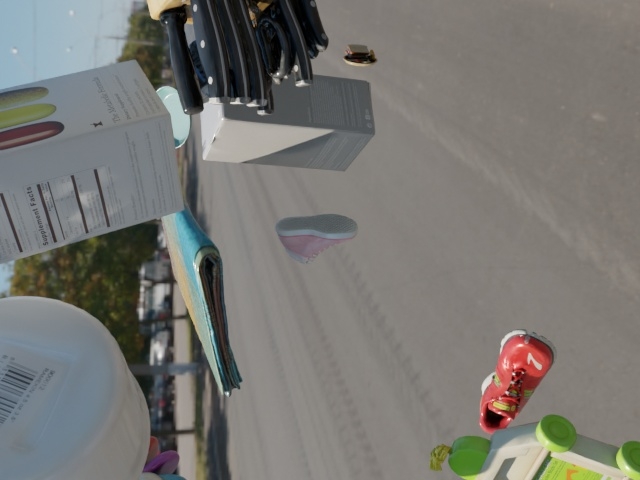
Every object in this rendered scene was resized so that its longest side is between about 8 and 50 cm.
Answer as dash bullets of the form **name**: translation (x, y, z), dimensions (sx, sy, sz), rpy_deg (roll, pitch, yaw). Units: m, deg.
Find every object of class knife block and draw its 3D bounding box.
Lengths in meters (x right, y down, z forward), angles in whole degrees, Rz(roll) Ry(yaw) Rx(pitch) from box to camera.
- **knife block**: translation (-0.105, -0.240, 0.663), dimensions (0.088, 0.275, 0.242), rpy_deg (-25, 31, 49)

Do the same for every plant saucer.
- **plant saucer**: translation (-0.285, -0.238, 1.538), dimensions (0.119, 0.021, 0.119), rpy_deg (13, 111, 38)

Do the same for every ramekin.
- **ramekin**: translation (-0.334, 0.195, 0.880), dimensions (0.135, 0.277, 0.277), rpy_deg (96, 170, -50)

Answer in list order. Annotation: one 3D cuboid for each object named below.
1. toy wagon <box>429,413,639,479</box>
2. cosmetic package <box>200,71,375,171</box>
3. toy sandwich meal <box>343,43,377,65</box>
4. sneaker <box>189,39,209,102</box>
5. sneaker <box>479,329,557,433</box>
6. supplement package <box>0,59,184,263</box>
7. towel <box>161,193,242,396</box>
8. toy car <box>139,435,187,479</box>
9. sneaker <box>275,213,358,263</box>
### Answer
- **toy wagon**: translation (0.340, 0.365, 1.222), dimensions (0.068, 0.344, 0.267), rpy_deg (-64, -11, -47)
- **cosmetic package**: translation (-0.052, -0.179, 1.183), dimensions (0.127, 0.237, 0.107), rpy_deg (135, 136, -57)
- **toy sandwich meal**: translation (0.089, -0.410, 1.760), dimensions (0.086, 0.085, 0.029), rpy_deg (-108, 19, -60)
- **sneaker**: translation (-0.089, -0.227, 0.929), dimensions (0.190, 0.083, 0.071), rpy_deg (-43, 68, 26)
- **sneaker**: translation (0.374, 0.282, 1.529), dimensions (0.279, 0.107, 0.118), rpy_deg (98, -165, -46)
- **supplement package**: translation (-0.292, -0.086, 0.872), dimensions (0.139, 0.244, 0.134), rpy_deg (53, 153, 43)
- **towel**: translation (-0.208, 0.038, 1.290), dimensions (0.370, 0.040, 0.272), rpy_deg (-127, 26, -54)
- **toy car**: translation (-0.322, 0.435, 1.466), dimensions (0.136, 0.182, 0.159), rpy_deg (-46, -23, -29)
- **sneaker**: translation (0.000, 0.000, 1.241), dimensions (0.051, 0.134, 0.070), rpy_deg (-64, -33, -47)
